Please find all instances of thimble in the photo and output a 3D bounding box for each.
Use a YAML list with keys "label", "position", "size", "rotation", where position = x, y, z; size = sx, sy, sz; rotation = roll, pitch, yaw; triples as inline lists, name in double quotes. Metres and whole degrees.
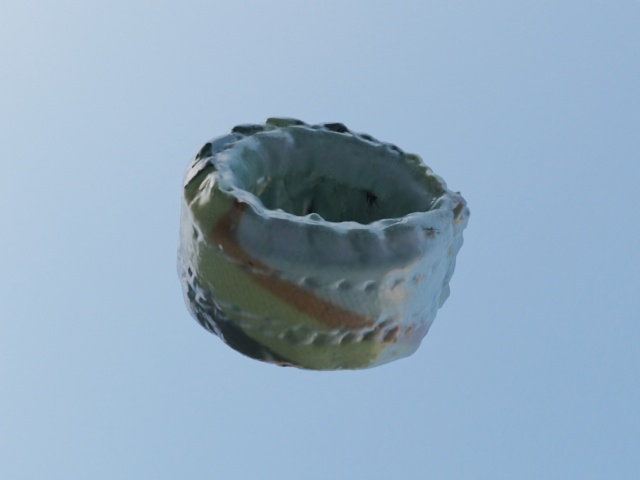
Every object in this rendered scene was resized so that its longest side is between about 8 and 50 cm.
- label: "thimble"
  position: [0.000, 0.000, 1.127]
  size: [0.288, 0.254, 0.167]
  rotation: [8, -57, -4]
